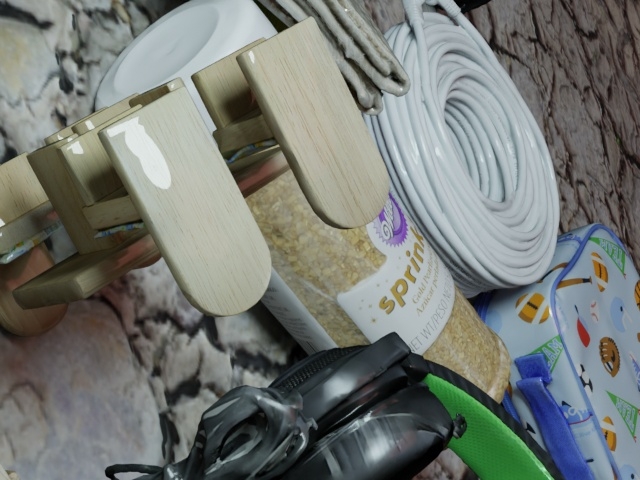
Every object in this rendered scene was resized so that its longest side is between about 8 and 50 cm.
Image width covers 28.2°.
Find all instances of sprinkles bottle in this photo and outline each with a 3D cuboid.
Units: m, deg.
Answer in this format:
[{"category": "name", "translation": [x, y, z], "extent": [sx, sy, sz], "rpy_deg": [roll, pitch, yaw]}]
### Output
[{"category": "sprinkles bottle", "translation": [0.000, 0.000, 0.868], "extent": [0.355, 0.121, 0.121], "rpy_deg": [51, 34, -33]}]

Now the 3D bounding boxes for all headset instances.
[{"category": "headset", "translation": [0.051, 0.150, 0.714], "extent": [0.394, 0.185, 0.243], "rpy_deg": [13, 42, -45]}]

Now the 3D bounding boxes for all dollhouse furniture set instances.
[{"category": "dollhouse furniture set", "translation": [-0.102, 0.036, 0.588], "extent": [0.242, 0.212, 0.161], "rpy_deg": [-35, 104, -34]}]

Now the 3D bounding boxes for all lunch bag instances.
[{"category": "lunch bag", "translation": [0.256, 0.142, 1.239], "extent": [0.243, 0.115, 0.303], "rpy_deg": [-41, 108, -54]}]

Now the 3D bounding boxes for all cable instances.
[{"category": "cable", "translation": [0.118, -0.075, 1.138], "extent": [0.257, 0.089, 0.257], "rpy_deg": [41, 41, -35]}]

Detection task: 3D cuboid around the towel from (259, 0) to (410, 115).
[{"category": "towel", "translation": [-0.035, -0.209, 0.887], "extent": [0.187, 0.049, 0.282], "rpy_deg": [46, 13, -33]}]

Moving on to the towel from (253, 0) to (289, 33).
[{"category": "towel", "translation": [-0.095, -0.225, 0.920], "extent": [0.237, 0.021, 0.102], "rpy_deg": [44, 39, -32]}]

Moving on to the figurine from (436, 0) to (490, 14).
[{"category": "figurine", "translation": [0.088, -0.357, 1.280], "extent": [0.209, 0.092, 0.215], "rpy_deg": [13, 61, -53]}]
